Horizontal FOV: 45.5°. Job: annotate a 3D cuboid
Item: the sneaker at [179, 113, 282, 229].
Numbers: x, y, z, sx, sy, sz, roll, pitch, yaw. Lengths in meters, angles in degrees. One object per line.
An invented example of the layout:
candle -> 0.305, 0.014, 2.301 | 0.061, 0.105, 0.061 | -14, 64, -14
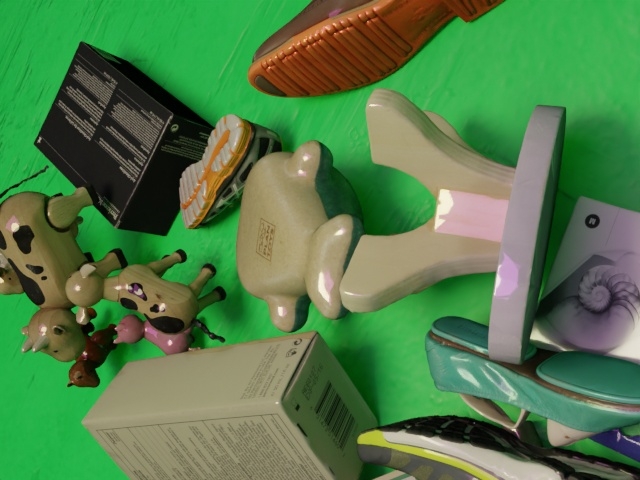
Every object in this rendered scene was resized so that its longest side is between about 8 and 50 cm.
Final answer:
sneaker -> -0.126, -0.080, 1.025 | 0.215, 0.083, 0.084 | -43, 54, 43

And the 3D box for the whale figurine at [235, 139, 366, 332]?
whale figurine -> 0.000, 0.000, 0.841 | 0.272, 0.141, 0.216 | -151, 68, -65

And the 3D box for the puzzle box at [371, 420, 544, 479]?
puzzle box -> 0.093, 0.389, 0.800 | 0.409, 0.052, 0.272 | -31, 65, 28

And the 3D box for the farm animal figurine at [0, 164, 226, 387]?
farm animal figurine -> -0.323, 0.064, 1.009 | 0.330, 0.172, 0.327 | -31, 96, 39

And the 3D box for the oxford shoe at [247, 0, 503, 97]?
oxford shoe -> 0.067, -0.286, 0.894 | 0.363, 0.130, 0.133 | -24, 65, 20

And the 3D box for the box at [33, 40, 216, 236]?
box -> -0.297, -0.153, 1.143 | 0.261, 0.103, 0.184 | 39, 104, 33

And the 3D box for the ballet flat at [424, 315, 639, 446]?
ballet flat -> 0.202, 0.138, 0.701 | 0.247, 0.083, 0.087 | 13, 115, 45

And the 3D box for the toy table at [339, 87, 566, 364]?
toy table -> 0.131, -0.025, 0.712 | 0.161, 0.274, 0.252 | 9, 129, 20

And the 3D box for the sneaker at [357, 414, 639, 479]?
sneaker -> 0.156, 0.238, 0.685 | 0.300, 0.111, 0.121 | 10, 92, 38

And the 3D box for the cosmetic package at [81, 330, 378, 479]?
cosmetic package -> -0.109, 0.215, 0.895 | 0.309, 0.160, 0.113 | -12, 31, 34

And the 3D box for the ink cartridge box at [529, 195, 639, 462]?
ink cartridge box -> 0.305, 0.094, 0.698 | 0.223, 0.045, 0.224 | 20, 95, 37
